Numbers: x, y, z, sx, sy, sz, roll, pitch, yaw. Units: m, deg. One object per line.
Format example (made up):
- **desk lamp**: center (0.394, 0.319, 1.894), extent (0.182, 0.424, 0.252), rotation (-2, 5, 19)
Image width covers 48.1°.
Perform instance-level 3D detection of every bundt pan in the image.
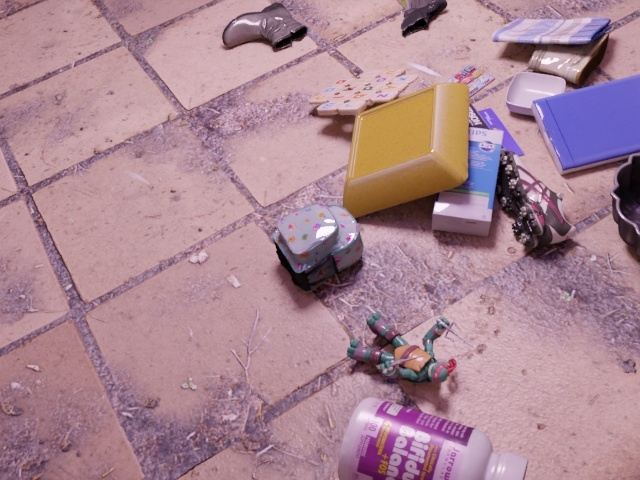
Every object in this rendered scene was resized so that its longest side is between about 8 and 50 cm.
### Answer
- **bundt pan**: center (0.792, -0.058, 1.545), extent (0.331, 0.124, 0.331), rotation (-6, 50, 7)

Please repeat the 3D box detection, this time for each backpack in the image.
- **backpack**: center (0.000, 0.000, 1.637), extent (0.188, 0.144, 0.166), rotation (-23, 44, -13)

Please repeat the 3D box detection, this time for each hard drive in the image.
- **hard drive**: center (0.715, -0.295, 1.782), extent (0.318, 0.040, 0.210), rotation (-14, 65, -1)

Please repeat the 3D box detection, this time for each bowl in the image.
- **bowl**: center (0.571, -0.380, 1.907), extent (0.142, 0.053, 0.142), rotation (14, 53, 22)

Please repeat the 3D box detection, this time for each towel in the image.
- **towel**: center (0.648, -0.592, 2.016), extent (0.285, 0.034, 0.209), rotation (13, 34, 35)

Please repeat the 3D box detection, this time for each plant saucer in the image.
- **plant saucer**: center (0.192, -0.239, 1.745), extent (0.333, 0.081, 0.333), rotation (-16, 48, 31)

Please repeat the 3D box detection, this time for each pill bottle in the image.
- **pill bottle**: center (0.196, 0.393, 1.246), extent (0.301, 0.169, 0.169), rotation (12, 54, 21)

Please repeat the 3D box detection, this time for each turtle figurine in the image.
- **turtle figurine**: center (0.175, 0.228, 1.426), extent (0.234, 0.118, 0.175), rotation (16, 38, 41)

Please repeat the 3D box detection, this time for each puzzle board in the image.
- **puzzle board**: center (0.414, -0.448, 2.022), extent (0.128, 0.011, 0.096), rotation (-37, 53, -19)

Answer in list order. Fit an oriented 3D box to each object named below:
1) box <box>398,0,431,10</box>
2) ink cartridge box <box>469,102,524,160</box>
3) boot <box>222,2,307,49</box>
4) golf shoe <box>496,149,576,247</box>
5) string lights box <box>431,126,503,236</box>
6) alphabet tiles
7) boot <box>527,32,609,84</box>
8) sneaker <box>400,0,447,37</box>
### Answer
- **box**: center (0.284, -0.846, 2.315), extent (0.103, 0.114, 0.203), rotation (-23, 49, -7)
- **ink cartridge box**: center (0.390, -0.271, 1.856), extent (0.208, 0.045, 0.206), rotation (-17, 49, -6)
- **boot**: center (-0.177, -0.659, 2.272), extent (0.246, 0.083, 0.161), rotation (-29, 57, -12)
- **golf shoe**: center (0.491, -0.097, 1.669), extent (0.120, 0.105, 0.273), rotation (-2, 53, -12)
- **string lights box**: center (0.350, -0.145, 1.699), extent (0.133, 0.077, 0.260), rotation (9, 62, 12)
- **alphabet tiles**: center (0.117, -0.413, 1.980), extent (0.278, 0.021, 0.284), rotation (6, 37, 36)
- **boot**: center (0.693, -0.525, 1.994), extent (0.165, 0.077, 0.213), rotation (25, 59, 31)
- **sneaker**: center (0.323, -0.691, 2.222), extent (0.170, 0.051, 0.089), rotation (-18, 49, 2)
